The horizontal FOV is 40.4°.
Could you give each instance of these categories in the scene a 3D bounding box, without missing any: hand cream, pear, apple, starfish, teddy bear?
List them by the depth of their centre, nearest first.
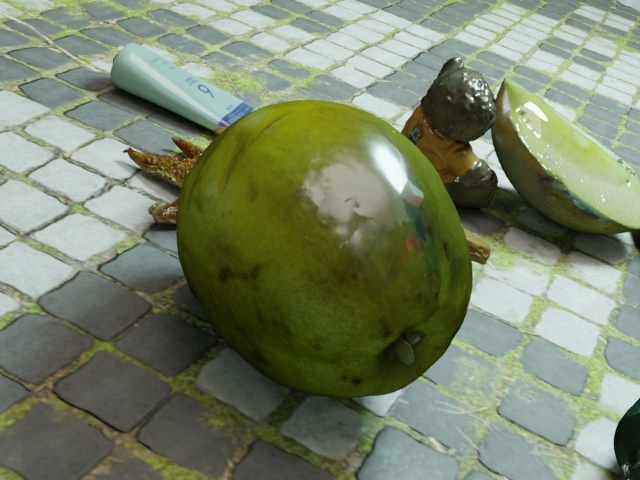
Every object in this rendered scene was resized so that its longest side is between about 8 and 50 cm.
[{"bbox_3d":[0.000,0.000,0.788,0.269,0.269,0.321,-3,35,-29],"label":"pear"},{"bbox_3d":[-0.127,-0.071,1.054,0.227,0.043,0.240,37,31,28],"label":"starfish"},{"bbox_3d":[0.172,-0.146,1.175,0.140,0.190,0.177,-2,44,-25],"label":"teddy bear"},{"bbox_3d":[0.331,-0.087,1.209,0.265,0.120,0.193,33,36,-13],"label":"apple"},{"bbox_3d":[-0.151,-0.184,1.232,0.321,0.067,0.109,28,30,5],"label":"hand cream"}]

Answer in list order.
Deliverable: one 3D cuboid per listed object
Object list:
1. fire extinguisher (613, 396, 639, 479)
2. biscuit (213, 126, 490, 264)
[{"bbox_3d":[0.361,0.176,0.835,0.311,0.095,0.114,-20,79,-47],"label":"fire extinguisher"},{"bbox_3d":[0.048,-0.061,1.033,0.340,0.047,0.216,25,8,12],"label":"biscuit"}]
